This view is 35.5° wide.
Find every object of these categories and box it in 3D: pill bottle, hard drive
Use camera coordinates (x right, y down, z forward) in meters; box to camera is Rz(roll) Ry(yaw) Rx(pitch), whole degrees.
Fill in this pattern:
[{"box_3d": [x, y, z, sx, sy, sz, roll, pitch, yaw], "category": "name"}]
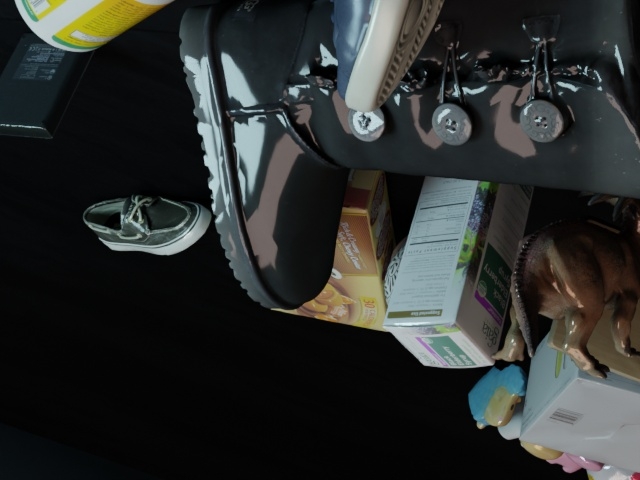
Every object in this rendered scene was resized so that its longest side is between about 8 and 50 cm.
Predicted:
[{"box_3d": [-0.188, -0.262, 0.928, 0.117, 0.118, 0.208, 36, 146, -31], "category": "pill bottle"}, {"box_3d": [-0.320, -0.177, 1.128, 0.094, 0.135, 0.022, 6, 150, 19], "category": "hard drive"}]

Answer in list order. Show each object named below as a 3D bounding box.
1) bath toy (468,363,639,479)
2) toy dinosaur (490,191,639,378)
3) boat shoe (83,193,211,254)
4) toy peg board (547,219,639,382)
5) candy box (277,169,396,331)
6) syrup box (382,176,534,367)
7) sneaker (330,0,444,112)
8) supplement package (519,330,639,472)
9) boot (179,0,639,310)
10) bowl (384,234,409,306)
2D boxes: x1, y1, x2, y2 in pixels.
[{"box_3d": [0.408, 0.311, 1.606, 0.348, 0.151, 0.129, 29, 116, -23], "category": "bath toy"}, {"box_3d": [0.264, 0.020, 1.023, 0.127, 0.295, 0.200, 15, 113, 44], "category": "toy dinosaur"}, {"box_3d": [-0.251, -0.026, 1.413, 0.219, 0.078, 0.070, -5, 145, 37], "category": "boat shoe"}, {"box_3d": [0.355, 0.082, 1.208, 0.161, 0.161, 0.079, 21, 167, -8], "category": "toy peg board"}, {"box_3d": [0.000, 0.000, 1.312, 0.182, 0.088, 0.316, 9, 150, 15], "category": "candy box"}, {"box_3d": [0.156, 0.014, 1.099, 0.096, 0.237, 0.093, -7, 143, 38], "category": "syrup box"}, {"box_3d": [0.026, -0.267, 0.753, 0.148, 0.131, 0.350, 21, 129, 15], "category": "sneaker"}, {"box_3d": [0.413, 0.196, 1.372, 0.204, 0.145, 0.262, 16, 151, 2], "category": "supplement package"}, {"box_3d": [0.108, -0.079, 0.976, 0.445, 0.146, 0.367, 0, 125, 25], "category": "boot"}, {"box_3d": [0.141, 0.037, 1.281, 0.080, 0.170, 0.170, 52, 173, 36], "category": "bowl"}]
